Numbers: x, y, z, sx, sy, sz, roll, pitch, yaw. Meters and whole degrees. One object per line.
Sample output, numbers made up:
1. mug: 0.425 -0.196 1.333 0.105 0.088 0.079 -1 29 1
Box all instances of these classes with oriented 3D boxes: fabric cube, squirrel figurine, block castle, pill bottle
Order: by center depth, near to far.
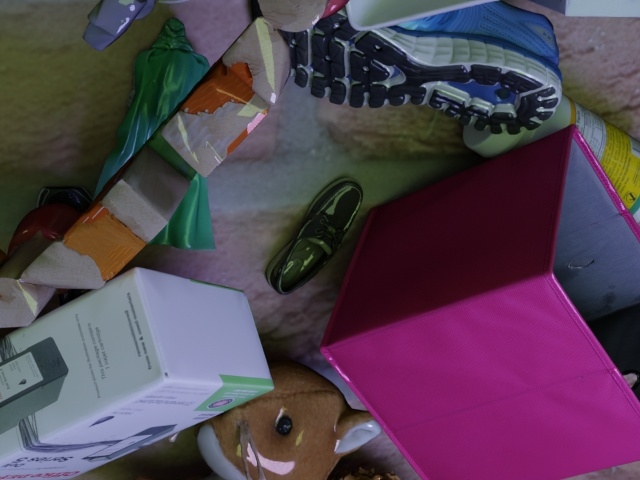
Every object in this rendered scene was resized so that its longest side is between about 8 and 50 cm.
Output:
1. block castle: -0.207 -0.169 1.046 0.303 0.213 0.453 42 109 -10
2. fabric cube: 0.197 0.084 1.236 0.258 0.254 0.259 -23 118 30
3. pill bottle: 0.266 -0.095 1.325 0.208 0.117 0.117 27 98 -22
4. squirrel figurine: -0.041 0.322 1.326 0.397 0.281 0.370 20 90 -35

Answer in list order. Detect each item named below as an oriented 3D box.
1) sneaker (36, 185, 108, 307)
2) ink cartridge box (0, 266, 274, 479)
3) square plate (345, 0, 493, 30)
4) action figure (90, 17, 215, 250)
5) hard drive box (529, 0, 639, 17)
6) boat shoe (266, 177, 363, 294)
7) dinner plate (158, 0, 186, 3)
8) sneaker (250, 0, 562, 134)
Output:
1. sneaker: -0.247 0.029 1.238 0.072 0.077 0.178 -16 110 -11
2. ink cartridge box: -0.216 0.140 1.158 0.273 0.198 0.114 -26 71 21
3. square plate: 0.154 -0.386 1.051 0.344 0.049 0.347 -6 99 28
4. action figure: -0.162 -0.112 1.225 0.137 0.063 0.232 7 97 -19
5. hard drive box: 0.258 -0.325 1.182 0.089 0.232 0.181 0 107 -7
6. boat shoe: 0.000 0.000 1.314 0.056 0.049 0.152 33 95 -22
7. dinner plate: -0.142 -0.302 1.177 0.141 0.017 0.141 -17 134 -19
8. sneaker: 0.089 -0.217 1.235 0.330 0.147 0.130 16 145 -2
